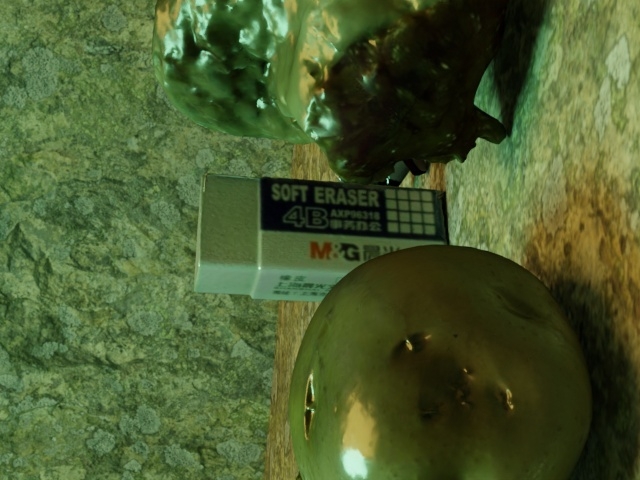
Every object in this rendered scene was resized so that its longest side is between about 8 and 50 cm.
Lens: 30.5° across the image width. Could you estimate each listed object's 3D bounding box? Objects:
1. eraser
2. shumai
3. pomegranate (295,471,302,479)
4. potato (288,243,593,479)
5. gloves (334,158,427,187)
[{"bbox_3d":[0.000,0.000,1.355,0.086,0.287,0.130,115,157,-63],"label":"eraser"},{"bbox_3d":[0.050,-0.218,1.167,0.323,0.397,0.324,45,172,42],"label":"shumai"},{"bbox_3d":[0.049,0.289,1.402,0.205,0.159,0.159,-62,1,-16],"label":"pomegranate"},{"bbox_3d":[0.085,0.124,0.925,0.326,0.221,0.243,-162,74,-86],"label":"potato"},{"bbox_3d":[0.076,-0.178,1.471,0.142,0.119,0.285,28,126,42],"label":"gloves"}]
